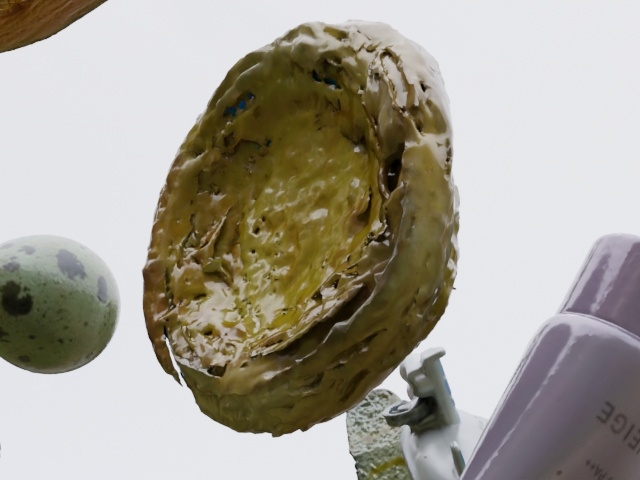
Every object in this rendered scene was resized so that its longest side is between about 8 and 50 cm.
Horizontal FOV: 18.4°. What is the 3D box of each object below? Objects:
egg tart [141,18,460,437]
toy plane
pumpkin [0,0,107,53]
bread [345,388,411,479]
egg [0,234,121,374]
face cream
[{"bbox_3d":[0.000,0.000,1.216,0.107,0.291,0.291,23,-28,-36],"label":"egg tart"},{"bbox_3d":[0.144,0.231,1.967,0.123,0.267,0.267,-20,-19,-5],"label":"toy plane"},{"bbox_3d":[-0.289,-0.326,2.044,0.312,0.169,0.148,-34,-36,16],"label":"pumpkin"},{"bbox_3d":[0.084,0.246,2.177,0.083,0.157,0.094,-21,-52,11],"label":"bread"},{"bbox_3d":[-0.354,0.076,2.493,0.177,0.177,0.228,-11,-22,31],"label":"egg"},{"bbox_3d":[0.139,0.130,1.138,0.096,0.274,0.154,13,-23,43],"label":"face cream"}]
